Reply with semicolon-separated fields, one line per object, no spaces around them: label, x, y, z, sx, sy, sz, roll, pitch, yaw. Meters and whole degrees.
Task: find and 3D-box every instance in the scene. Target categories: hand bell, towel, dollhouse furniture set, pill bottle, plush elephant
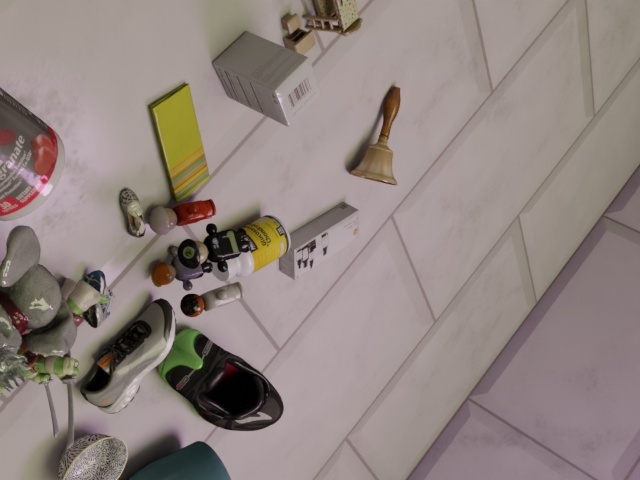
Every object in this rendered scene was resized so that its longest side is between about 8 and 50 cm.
hand bell;0.161;-0.271;2.299;0.126;0.126;0.242;10;94;-55
towel;-0.280;-0.193;1.819;0.102;0.021;0.237;-43;143;-33
dollhouse furniture set;-0.008;-0.489;1.873;0.161;0.101;0.182;-46;145;-21
pill bottle;-0.163;0.021;2.061;0.184;0.103;0.103;-31;138;-37
plush elephant;-0.547;0.113;1.496;0.255;0.329;0.272;-50;143;-48
pill bottle;-0.541;-0.169;1.339;0.176;0.176;0.318;-55;147;-7

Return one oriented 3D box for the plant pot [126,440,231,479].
plant pot;-0.354;0.654;2.151;0.235;0.293;0.293;-14;127;-32

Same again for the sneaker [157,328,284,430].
sneaker;-0.211;0.378;2.185;0.185;0.202;0.483;-55;147;-7

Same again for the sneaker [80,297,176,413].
sneaker;-0.403;0.240;1.920;0.272;0.100;0.108;-56;142;-5

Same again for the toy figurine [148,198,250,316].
toy figurine;-0.257;0.038;1.855;0.148;0.213;0.210;-16;131;-34

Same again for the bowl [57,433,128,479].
bowl;-0.511;0.480;1.975;0.170;0.080;0.170;-33;139;-34

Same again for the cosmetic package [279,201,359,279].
cosmetic package;0.000;0.000;2.305;0.239;0.060;0.099;-33;139;-35

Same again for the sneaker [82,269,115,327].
sneaker;-0.442;0.108;1.816;0.058;0.052;0.135;-37;149;-47

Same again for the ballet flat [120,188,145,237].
ballet flat;-0.365;-0.051;1.794;0.041;0.041;0.114;-36;140;-32

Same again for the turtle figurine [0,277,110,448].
turtle figurine;-0.484;0.219;1.692;0.266;0.274;0.198;-56;172;-18

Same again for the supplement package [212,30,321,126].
supplement package;-0.106;-0.321;1.801;0.105;0.179;0.105;-47;145;-18
